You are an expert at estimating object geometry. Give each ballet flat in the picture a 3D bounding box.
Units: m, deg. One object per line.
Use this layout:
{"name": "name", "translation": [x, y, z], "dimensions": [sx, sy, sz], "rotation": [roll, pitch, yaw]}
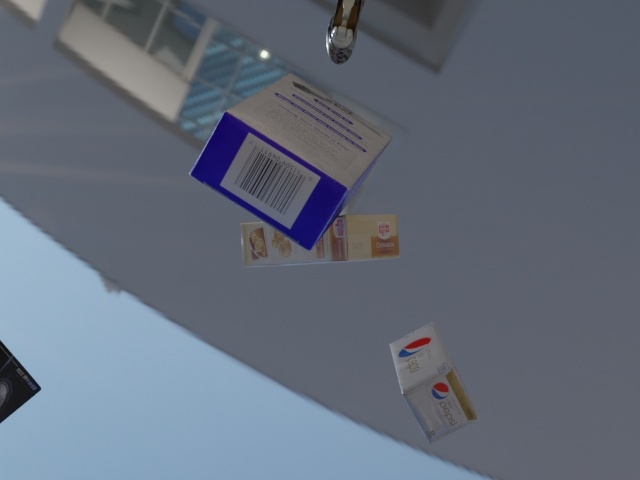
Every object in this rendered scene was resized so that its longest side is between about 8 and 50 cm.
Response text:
{"name": "ballet flat", "translation": [0.031, -0.284, 1.512], "dimensions": [0.041, 0.114, 0.041], "rotation": [13, -167, -3]}

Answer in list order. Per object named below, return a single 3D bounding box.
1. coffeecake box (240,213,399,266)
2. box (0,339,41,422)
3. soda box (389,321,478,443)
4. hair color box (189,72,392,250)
{"name": "coffeecake box", "translation": [0.000, 0.000, 1.716], "dimensions": [0.185, 0.068, 0.142], "rotation": [-4, 179, 34]}
{"name": "box", "translation": [-0.302, 0.129, 1.064], "dimensions": [0.067, 0.083, 0.018], "rotation": [-40, -132, -15]}
{"name": "soda box", "translation": [0.139, 0.173, 1.466], "dimensions": [0.074, 0.069, 0.216], "rotation": [61, -175, -10]}
{"name": "hair color box", "translation": [-0.030, -0.117, 1.593], "dimensions": [0.185, 0.110, 0.339], "rotation": [33, -158, 3]}
